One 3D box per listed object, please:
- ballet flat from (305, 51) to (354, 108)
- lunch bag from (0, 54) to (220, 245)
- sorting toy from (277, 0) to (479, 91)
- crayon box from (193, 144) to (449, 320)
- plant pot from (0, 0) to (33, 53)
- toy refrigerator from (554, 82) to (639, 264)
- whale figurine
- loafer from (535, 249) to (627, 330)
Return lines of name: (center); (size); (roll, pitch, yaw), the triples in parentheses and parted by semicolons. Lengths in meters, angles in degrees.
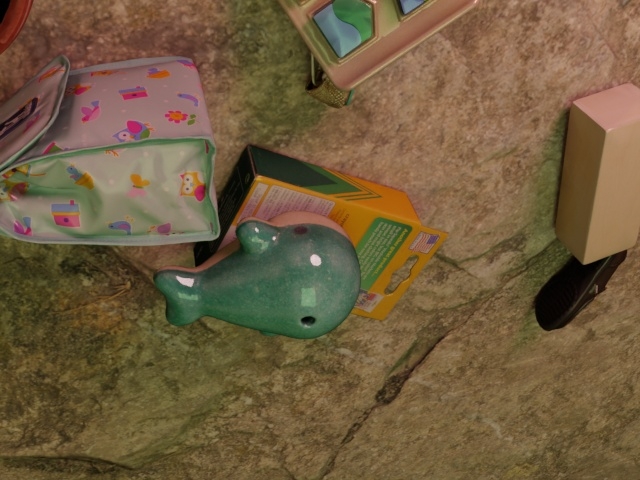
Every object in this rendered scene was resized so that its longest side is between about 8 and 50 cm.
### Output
ballet flat: (0.026, -0.253, 0.891); (0.067, 0.073, 0.206); (8, 126, -13)
lunch bag: (-0.256, -0.102, 0.830); (0.262, 0.223, 0.160); (-5, 126, -11)
sorting toy: (0.045, -0.297, 0.808); (0.193, 0.038, 0.208); (-32, 102, 12)
crayon box: (0.000, 0.000, 1.099); (0.323, 0.083, 0.203); (15, 125, -27)
plant pot: (-0.337, -0.283, 0.611); (0.272, 0.265, 0.272); (-9, 132, -10)
toy refrigerator: (0.439, -0.099, 1.145); (0.102, 0.094, 0.269); (-20, 135, -9)
whale figurine: (-0.078, 0.068, 0.981); (0.272, 0.141, 0.216); (-11, 133, -7)
loafer: (0.474, 0.084, 1.325); (0.078, 0.080, 0.220); (15, 124, -28)
